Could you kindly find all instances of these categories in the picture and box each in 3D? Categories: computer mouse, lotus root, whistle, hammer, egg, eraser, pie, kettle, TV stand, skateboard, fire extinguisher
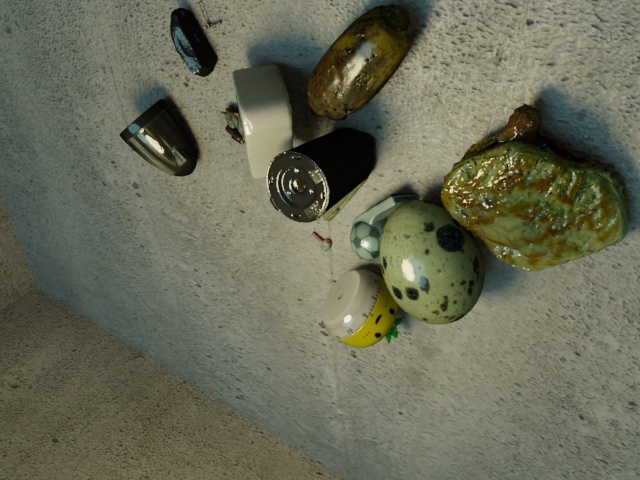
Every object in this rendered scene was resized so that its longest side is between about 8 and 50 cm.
[{"bbox_3d":[-0.411,-0.618,1.883,0.073,0.122,0.217,-18,108,34],"label":"computer mouse"},{"bbox_3d":[0.086,-0.449,1.557,0.179,0.196,0.397,51,142,1],"label":"lotus root"},{"bbox_3d":[0.186,-0.022,1.858,0.163,0.163,0.289,50,140,-6],"label":"whistle"},{"bbox_3d":[0.000,0.000,2.126,0.083,0.031,0.052,43,136,12],"label":"hammer"},{"bbox_3d":[0.317,0.063,1.715,0.287,0.287,0.379,3,125,38],"label":"egg"},{"bbox_3d":[-0.169,-0.377,1.756,0.149,0.331,0.331,-9,127,-4],"label":"eraser"},{"bbox_3d":[0.525,-0.088,1.508,0.418,0.180,0.395,41,139,-7],"label":"pie"},{"bbox_3d":[-0.577,-0.341,2.195,0.250,0.207,0.271,-27,112,41],"label":"kettle"},{"bbox_3d":[0.004,-0.177,1.735,0.203,0.308,0.262,32,127,16],"label":"kettle"},{"bbox_3d":[0.072,-0.140,1.940,0.036,0.042,0.249,59,140,15],"label":"TV stand"},{"bbox_3d":[-0.345,-0.696,1.834,0.063,0.032,0.083,-6,121,31],"label":"skateboard"},{"bbox_3d":[-0.290,-0.355,2.063,0.100,0.032,0.046,43,134,19],"label":"fire extinguisher"}]

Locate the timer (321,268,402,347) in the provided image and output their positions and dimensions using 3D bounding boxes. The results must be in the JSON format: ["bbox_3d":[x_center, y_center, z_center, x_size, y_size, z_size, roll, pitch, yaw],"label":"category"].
[{"bbox_3d":[0.170,0.255,2.042,0.285,0.285,0.285,22,135,24],"label":"timer"}]

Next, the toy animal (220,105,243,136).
[{"bbox_3d":[-0.216,-0.359,1.964,0.255,0.090,0.170,3,121,35],"label":"toy animal"}]
